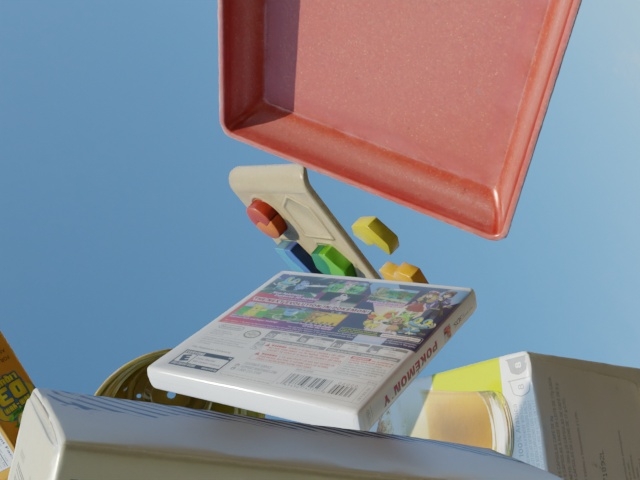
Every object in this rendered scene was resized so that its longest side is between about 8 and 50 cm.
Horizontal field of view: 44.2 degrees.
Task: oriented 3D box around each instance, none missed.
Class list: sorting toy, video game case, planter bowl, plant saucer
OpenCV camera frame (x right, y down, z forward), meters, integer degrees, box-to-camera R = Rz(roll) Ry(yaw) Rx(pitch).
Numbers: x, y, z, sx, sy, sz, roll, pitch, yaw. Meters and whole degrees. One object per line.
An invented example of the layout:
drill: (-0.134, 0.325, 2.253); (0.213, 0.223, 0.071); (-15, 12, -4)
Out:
sorting toy: (0.000, 0.000, 1.055); (0.041, 0.307, 0.229); (-44, -66, -22)
video game case: (-0.004, 0.078, 0.626); (0.183, 0.201, 0.023); (-36, -60, -47)
planter bowl: (-0.183, 0.212, 0.983); (0.217, 0.217, 0.090); (38, -174, -24)
plant saucer: (0.046, -0.150, 0.561); (0.258, 0.259, 0.048); (23, -135, 18)

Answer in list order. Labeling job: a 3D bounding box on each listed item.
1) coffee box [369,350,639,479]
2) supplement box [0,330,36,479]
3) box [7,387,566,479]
coffee box: (0.275, 0.354, 1.025); (0.338, 0.334, 0.338); (12, -115, -34)
supplement box: (-0.417, 0.182, 0.985); (0.234, 0.080, 0.078); (60, -148, -4)
box: (-0.006, 0.149, 0.375); (0.275, 0.094, 0.113); (16, -94, -27)
